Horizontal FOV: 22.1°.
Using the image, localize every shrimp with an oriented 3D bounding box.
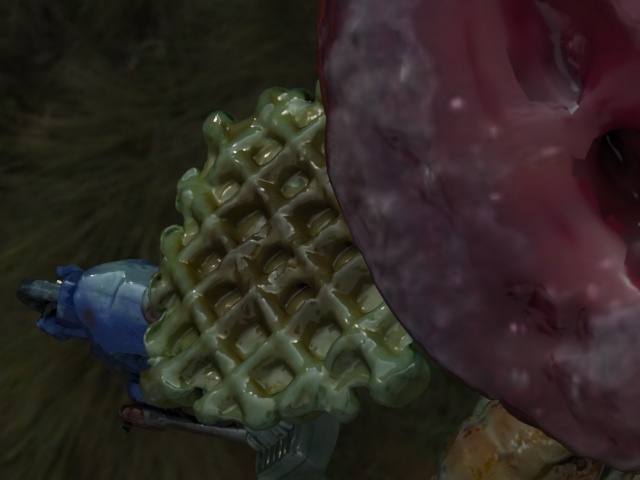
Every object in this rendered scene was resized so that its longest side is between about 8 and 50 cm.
[{"bbox_3d":[0.212,0.147,1.079,0.316,0.062,0.164,-23,103,24],"label":"shrimp"}]

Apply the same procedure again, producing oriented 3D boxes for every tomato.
[{"bbox_3d":[0.175,-0.080,0.570,0.334,0.176,0.290,-12,97,18],"label":"tomato"}]

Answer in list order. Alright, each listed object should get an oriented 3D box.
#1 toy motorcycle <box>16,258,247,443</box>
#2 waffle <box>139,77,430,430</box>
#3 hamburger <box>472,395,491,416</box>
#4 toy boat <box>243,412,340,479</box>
[{"bbox_3d":[-0.134,0.088,1.688,0.319,0.182,0.241,26,135,-30],"label":"toy motorcycle"},{"bbox_3d":[0.000,0.000,1.198,0.291,0.309,0.056,-7,144,31],"label":"waffle"},{"bbox_3d":[0.197,0.131,1.543,0.054,0.084,0.121,41,79,10],"label":"hamburger"},{"bbox_3d":[-0.019,0.088,1.390,0.085,0.261,0.078,30,134,-23],"label":"toy boat"}]
